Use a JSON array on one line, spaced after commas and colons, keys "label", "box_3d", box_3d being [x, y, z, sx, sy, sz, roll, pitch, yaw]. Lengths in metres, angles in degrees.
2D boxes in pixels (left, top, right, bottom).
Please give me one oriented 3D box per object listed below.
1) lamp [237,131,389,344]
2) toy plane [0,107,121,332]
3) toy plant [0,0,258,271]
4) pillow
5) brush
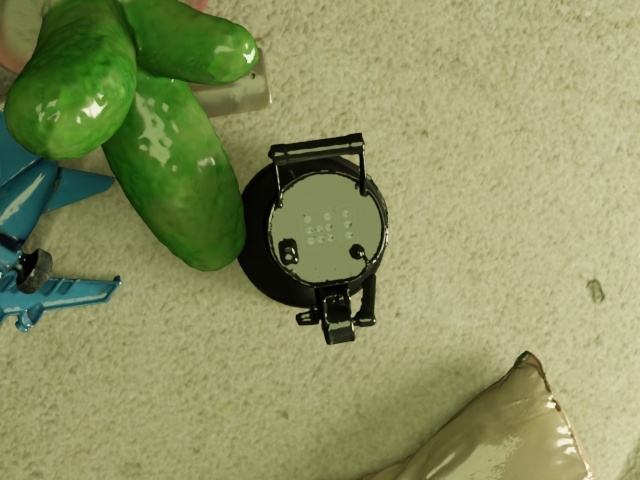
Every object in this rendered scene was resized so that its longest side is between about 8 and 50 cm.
[{"label": "lamp", "box_3d": [0.000, 0.000, 1.406, 0.147, 0.227, 0.172, -7, 92, -4]}, {"label": "toy plane", "box_3d": [-0.308, 0.022, 1.444, 0.254, 0.105, 0.271, 33, 94, -28]}, {"label": "toy plant", "box_3d": [-0.172, -0.180, 1.365, 0.211, 0.317, 0.356, -30, 62, 9]}, {"label": "pillow", "box_3d": [0.123, 0.242, 1.502, 0.270, 0.067, 0.173, -31, 89, -3]}, {"label": "brush", "box_3d": [-0.205, -0.124, 1.481, 0.321, 0.050, 0.060, -10, 89, -4]}]
